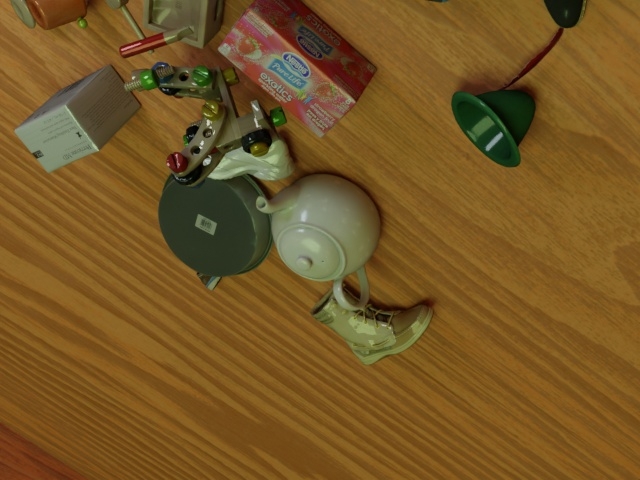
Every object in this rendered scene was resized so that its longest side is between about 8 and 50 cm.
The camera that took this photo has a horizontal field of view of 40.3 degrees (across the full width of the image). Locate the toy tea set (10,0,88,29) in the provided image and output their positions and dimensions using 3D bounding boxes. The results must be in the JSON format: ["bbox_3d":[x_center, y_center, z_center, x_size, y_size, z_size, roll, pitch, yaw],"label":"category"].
[{"bbox_3d":[-0.559,-0.564,1.694,0.200,0.124,0.336,32,149,41],"label":"toy tea set"}]

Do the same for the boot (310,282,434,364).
[{"bbox_3d":[0.115,0.171,2.014,0.203,0.095,0.262,42,138,-12],"label":"boot"}]

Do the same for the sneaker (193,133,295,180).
[{"bbox_3d":[-0.169,-0.194,1.839,0.232,0.090,0.115,1,123,14],"label":"sneaker"}]

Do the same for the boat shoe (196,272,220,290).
[{"bbox_3d":[-0.256,0.056,2.106,0.066,0.066,0.183,33,135,-3],"label":"boat shoe"}]

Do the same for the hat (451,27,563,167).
[{"bbox_3d":[0.362,-0.252,1.563,0.173,0.183,0.208,51,173,-12],"label":"hat"}]

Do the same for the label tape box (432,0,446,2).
[{"bbox_3d":[0.159,-0.507,1.353,0.334,0.106,0.240,16,135,21],"label":"label tape box"}]

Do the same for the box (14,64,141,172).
[{"bbox_3d":[-0.517,-0.260,1.868,0.181,0.182,0.119,-16,120,35],"label":"box"}]

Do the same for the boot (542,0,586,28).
[{"bbox_3d":[0.360,-0.398,1.352,0.077,0.137,0.197,-4,128,29],"label":"boot"}]

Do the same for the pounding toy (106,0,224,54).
[{"bbox_3d":[-0.293,-0.447,1.654,0.206,0.094,0.181,21,134,7],"label":"pounding toy"}]

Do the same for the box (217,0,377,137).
[{"bbox_3d":[-0.040,-0.333,1.610,0.257,0.128,0.123,40,135,-11],"label":"box"}]

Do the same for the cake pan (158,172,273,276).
[{"bbox_3d":[-0.246,-0.042,1.975,0.293,0.054,0.293,10,118,20],"label":"cake pan"}]

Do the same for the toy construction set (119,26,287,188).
[{"bbox_3d":[-0.202,-0.272,1.648,0.237,0.257,0.308,-16,138,12],"label":"toy construction set"}]

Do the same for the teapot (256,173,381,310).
[{"bbox_3d":[0.000,0.000,1.848,0.256,0.187,0.252,17,135,10],"label":"teapot"}]
